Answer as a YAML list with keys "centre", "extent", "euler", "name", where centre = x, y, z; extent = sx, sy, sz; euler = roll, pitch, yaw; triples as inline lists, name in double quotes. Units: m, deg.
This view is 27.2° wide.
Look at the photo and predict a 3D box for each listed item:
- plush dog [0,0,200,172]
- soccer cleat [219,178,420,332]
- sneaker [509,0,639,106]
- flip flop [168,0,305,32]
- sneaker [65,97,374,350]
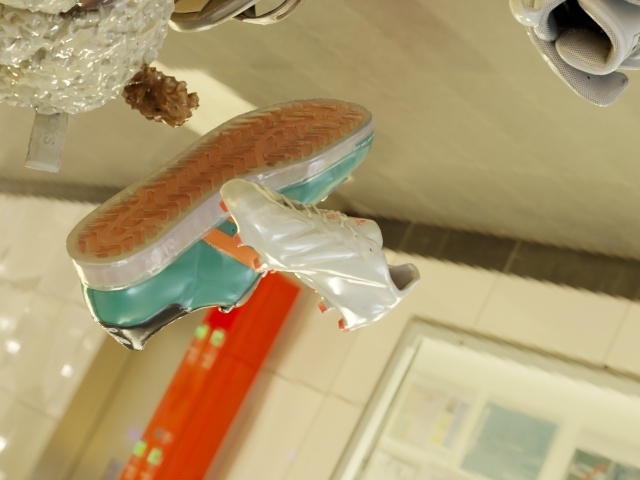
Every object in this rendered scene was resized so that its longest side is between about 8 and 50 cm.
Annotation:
- centre: [-0.168, -0.184, 0.847]
  extent: [0.210, 0.262, 0.225]
  euler: [42, 162, 14]
  name: "plush dog"
- centre: [0.000, 0.000, 0.959]
  extent: [0.196, 0.076, 0.068]
  euler: [40, -161, -46]
  name: "soccer cleat"
- centre: [0.342, -0.201, 1.283]
  extent: [0.366, 0.210, 0.137]
  euler: [24, 130, -4]
  name: "sneaker"
- centre: [-0.047, -0.262, 1.314]
  extent: [0.112, 0.277, 0.080]
  euler: [7, 123, 31]
  name: "flip flop"
- centre: [-0.075, -0.018, 1.143]
  extent: [0.108, 0.302, 0.121]
  euler: [35, 147, 42]
  name: "sneaker"
